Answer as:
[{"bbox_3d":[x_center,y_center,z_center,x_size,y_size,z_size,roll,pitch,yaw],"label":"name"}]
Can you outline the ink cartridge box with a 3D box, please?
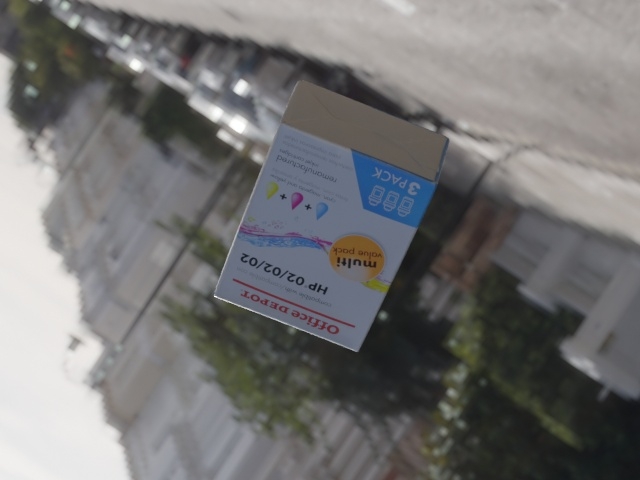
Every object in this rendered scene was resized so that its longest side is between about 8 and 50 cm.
[{"bbox_3d":[0.000,0.000,1.089,0.104,0.181,0.061,21,-145,-2],"label":"ink cartridge box"}]
